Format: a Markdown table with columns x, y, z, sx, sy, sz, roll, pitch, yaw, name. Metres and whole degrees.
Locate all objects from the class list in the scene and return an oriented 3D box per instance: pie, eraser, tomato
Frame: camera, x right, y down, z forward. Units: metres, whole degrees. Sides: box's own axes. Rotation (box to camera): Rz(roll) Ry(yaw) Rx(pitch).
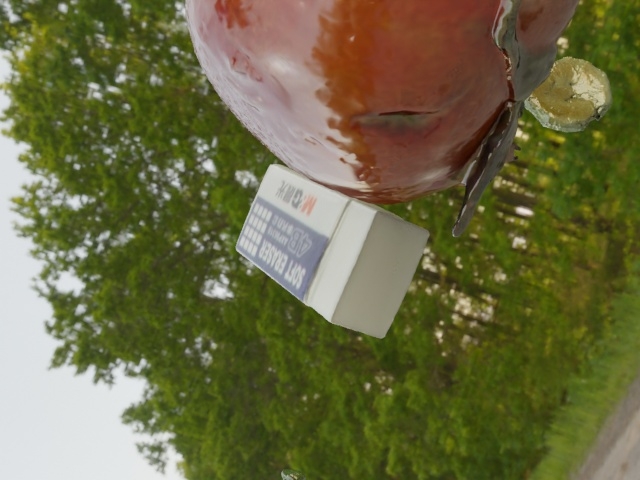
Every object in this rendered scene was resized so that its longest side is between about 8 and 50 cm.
| x | y | z | sx | sy | sz | roll | pitch | yaw | name |
| --- | --- | --- | --- | --- | --- | --- | --- | --- | --- |
| 0.238 | -0.141 | 0.733 | 0.020 | 0.084 | 0.084 | 78 | -146 | -66 | pie |
| 0.000 | 0.000 | 0.863 | 0.279 | 0.081 | 0.124 | 30 | 97 | 61 | eraser |
| 0.004 | -0.147 | 0.501 | 0.170 | 0.309 | 0.309 | -27 | -43 | -44 | tomato |

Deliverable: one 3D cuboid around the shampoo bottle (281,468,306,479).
| x | y | z | sx | sy | sz | roll | pitch | yaw | name |
| --- | --- | --- | --- | --- | --- | --- | --- | --- | --- |
| -0.064 | 0.363 | 0.825 | 0.118 | 0.087 | 0.234 | 49 | -122 | -79 | shampoo bottle |
